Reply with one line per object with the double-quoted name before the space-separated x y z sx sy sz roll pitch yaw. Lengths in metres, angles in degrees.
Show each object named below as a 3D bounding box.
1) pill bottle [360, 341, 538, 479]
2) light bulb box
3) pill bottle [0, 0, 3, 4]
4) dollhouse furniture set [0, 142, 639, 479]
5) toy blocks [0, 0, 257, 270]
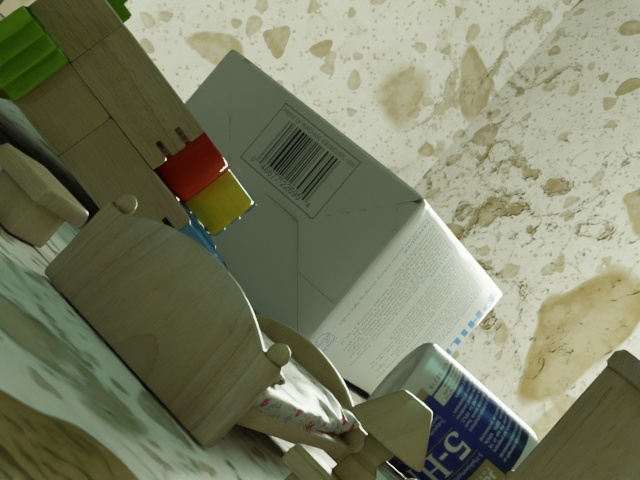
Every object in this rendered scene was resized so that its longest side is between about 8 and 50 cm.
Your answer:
"pill bottle" 0.134 0.193 1.001 0.186 0.112 0.112 41 0 -2
"light bulb box" 0.000 0.000 1.406 0.358 0.225 0.361 41 1 30
"pill bottle" -0.309 -0.318 0.985 0.160 0.283 0.160 42 0 0
"dollhouse furniture set" 0.026 0.056 0.660 0.355 0.174 0.303 42 0 25
"toy blocks" -0.158 -0.086 0.923 0.261 0.190 0.381 54 -3 -16
